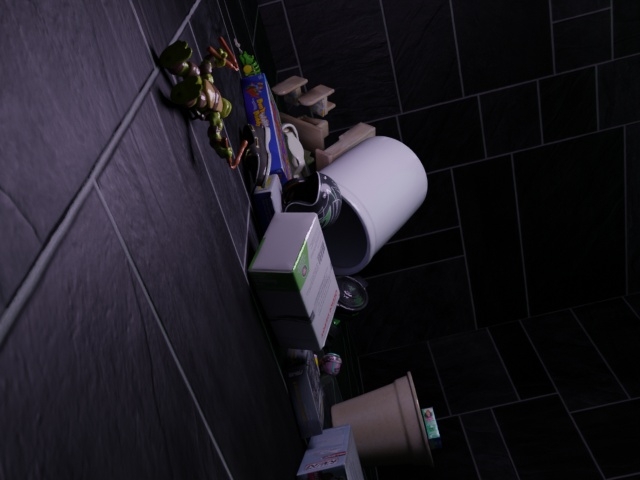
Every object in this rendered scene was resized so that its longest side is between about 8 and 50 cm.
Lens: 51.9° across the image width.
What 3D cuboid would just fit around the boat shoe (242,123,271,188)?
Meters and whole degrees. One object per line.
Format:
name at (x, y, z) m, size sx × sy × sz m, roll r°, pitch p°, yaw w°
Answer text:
boat shoe at (-0.173, -0.226, 1.746) m, size 0.227 × 0.069 × 0.081 m, roll -97°, pitch -152°, yaw -44°

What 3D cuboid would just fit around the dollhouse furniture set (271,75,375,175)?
dollhouse furniture set at (-0.030, -0.352, 2.425) m, size 0.394 × 0.256 × 0.362 m, roll 27°, pitch -42°, yaw 32°

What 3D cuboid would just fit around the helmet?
helmet at (-0.020, -0.105, 1.839) m, size 0.169 × 0.162 × 0.169 m, roll -14°, pitch 90°, yaw -86°

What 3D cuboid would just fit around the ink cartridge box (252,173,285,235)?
ink cartridge box at (-0.116, -0.007, 1.813) m, size 0.307 × 0.072 × 0.303 m, roll -82°, pitch 160°, yaw -73°

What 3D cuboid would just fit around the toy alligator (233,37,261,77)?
toy alligator at (-0.236, -0.591, 2.192) m, size 0.056 × 0.051 × 0.189 m, roll -100°, pitch 174°, yaw -49°

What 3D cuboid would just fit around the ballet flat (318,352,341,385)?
ballet flat at (0.009, 0.396, 1.962) m, size 0.221 × 0.077 × 0.079 m, roll 123°, pitch -16°, yaw -65°

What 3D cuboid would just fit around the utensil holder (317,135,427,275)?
utensil holder at (0.121, -0.126, 2.120) m, size 0.385 × 0.328 × 0.327 m, roll -42°, pitch 128°, yaw -41°

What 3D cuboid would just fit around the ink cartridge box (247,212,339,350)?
ink cartridge box at (-0.053, 0.099, 1.547) m, size 0.198 × 0.115 × 0.272 m, roll -69°, pitch 152°, yaw -44°

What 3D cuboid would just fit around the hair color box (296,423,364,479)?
hair color box at (0.035, 0.579, 1.567) m, size 0.374 × 0.114 × 0.185 m, roll 36°, pitch 40°, yaw -85°

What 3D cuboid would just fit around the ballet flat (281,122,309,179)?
ballet flat at (-0.088, -0.227, 2.317) m, size 0.139 × 0.139 × 0.400 m, roll -31°, pitch 103°, yaw -86°

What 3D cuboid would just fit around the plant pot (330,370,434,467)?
plant pot at (0.206, 0.656, 2.294) m, size 0.334 × 0.306 × 0.333 m, roll -14°, pitch 90°, yaw -86°

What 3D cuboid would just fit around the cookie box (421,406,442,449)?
cookie box at (0.368, 0.622, 2.176) m, size 0.091 × 0.040 × 0.107 m, roll 72°, pitch 6°, yaw -48°

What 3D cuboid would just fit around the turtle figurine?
turtle figurine at (-0.213, -0.274, 1.190) m, size 0.217 × 0.087 × 0.269 m, roll 33°, pitch 52°, yaw -73°

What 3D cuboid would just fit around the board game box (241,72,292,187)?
board game box at (-0.163, -0.316, 2.085) m, size 0.233 × 0.078 × 0.347 m, roll 68°, pitch 10°, yaw -67°

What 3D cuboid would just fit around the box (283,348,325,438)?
box at (-0.038, 0.364, 1.672) m, size 0.231 × 0.056 × 0.183 m, roll -81°, pitch 157°, yaw -79°

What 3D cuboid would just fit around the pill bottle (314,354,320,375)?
pill bottle at (-0.025, 0.375, 1.905) m, size 0.043 × 0.043 × 0.083 m, roll 69°, pitch 9°, yaw -63°

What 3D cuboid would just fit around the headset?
headset at (0.014, 0.200, 1.981) m, size 0.185 × 0.243 × 0.394 m, roll 41°, pitch 13°, yaw 10°
